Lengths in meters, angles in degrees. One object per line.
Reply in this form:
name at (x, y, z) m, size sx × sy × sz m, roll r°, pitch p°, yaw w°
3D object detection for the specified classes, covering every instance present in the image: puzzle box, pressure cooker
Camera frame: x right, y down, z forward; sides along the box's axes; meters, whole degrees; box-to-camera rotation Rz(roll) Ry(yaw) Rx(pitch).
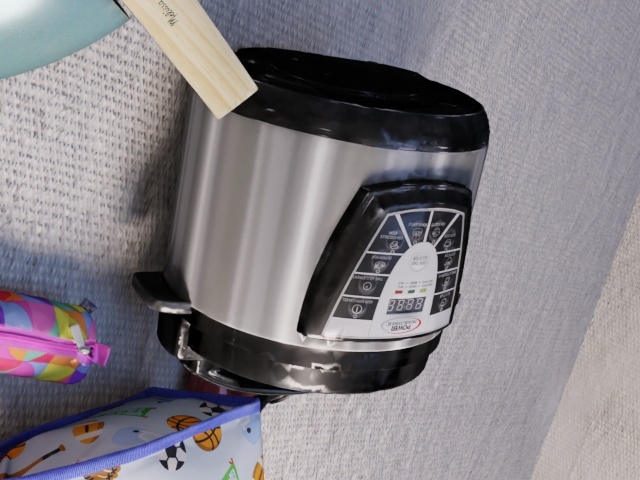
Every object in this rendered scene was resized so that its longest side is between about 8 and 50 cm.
puzzle box at (-0.206, -0.289, 0.829) m, size 0.052 × 0.272 × 0.409 m, roll -38°, pitch 154°, yaw 1°
pressure cooker at (-0.001, -0.002, 1.249) m, size 0.375 × 0.369 × 0.421 m, roll -43°, pitch 147°, yaw -69°

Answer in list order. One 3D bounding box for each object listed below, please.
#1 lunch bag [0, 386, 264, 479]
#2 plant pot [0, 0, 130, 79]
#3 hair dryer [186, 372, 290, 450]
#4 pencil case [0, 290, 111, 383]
lunch bag at (-0.252, 0.373, 1.189) m, size 0.385 × 0.238 × 0.328 m, roll -15°, pitch 101°, yaw -57°
plant pot at (-0.319, -0.233, 0.800) m, size 0.195 × 0.290 × 0.290 m, roll -39°, pitch 142°, yaw 1°
hair dryer at (-0.127, 0.219, 1.489) m, size 0.293 × 0.080 × 0.224 m, roll 71°, pitch 37°, yaw -52°
pencil case at (-0.342, 0.097, 1.084) m, size 0.236 × 0.104 × 0.104 m, roll 20°, pitch 93°, yaw -55°
